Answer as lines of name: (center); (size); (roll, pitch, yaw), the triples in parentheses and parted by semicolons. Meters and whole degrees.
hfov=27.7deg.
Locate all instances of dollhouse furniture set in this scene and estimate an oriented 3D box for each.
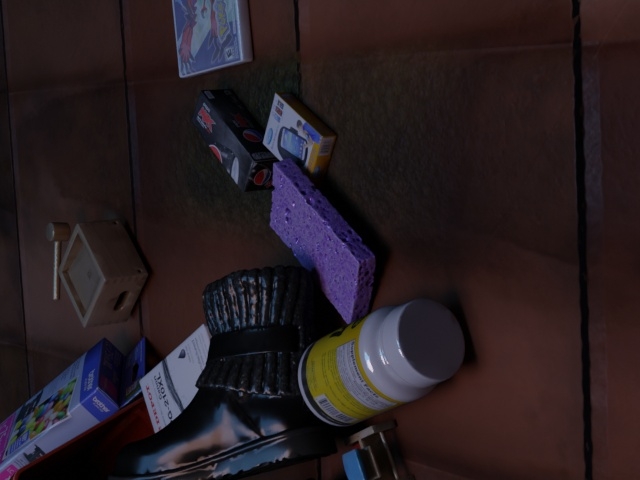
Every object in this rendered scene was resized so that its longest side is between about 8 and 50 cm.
dollhouse furniture set: (0.038, 0.343, 1.634); (0.129, 0.129, 0.184); (-36, 67, 51)

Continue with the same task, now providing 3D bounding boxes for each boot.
boot: (-0.144, 0.191, 1.730); (0.347, 0.131, 0.260); (-17, 76, 19)

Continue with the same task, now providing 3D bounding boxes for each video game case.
video game case: (-0.164, -0.348, 1.887); (0.183, 0.023, 0.201); (-3, 94, 55)

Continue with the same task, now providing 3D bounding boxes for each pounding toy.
pounding toy: (-0.389, 0.043, 2.207); (0.206, 0.094, 0.181); (59, 137, 30)

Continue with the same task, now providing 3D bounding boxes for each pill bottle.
pill bottle: (0.073, 0.146, 1.561); (0.208, 0.119, 0.119); (-31, 71, 51)

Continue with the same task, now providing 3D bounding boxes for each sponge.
sponge: (0.000, 0.000, 1.687); (0.210, 0.031, 0.117); (51, 149, 35)

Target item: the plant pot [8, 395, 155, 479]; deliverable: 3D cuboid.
plant pot: (-0.344, 0.435, 2.016); (0.235, 0.267, 0.267); (-32, 88, 53)

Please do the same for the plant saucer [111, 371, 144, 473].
plant saucer: (-0.385, 0.369, 2.270); (0.332, 0.084, 0.332); (14, 107, 53)

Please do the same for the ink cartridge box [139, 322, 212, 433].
ink cartridge box: (-0.159, 0.238, 1.916); (0.237, 0.100, 0.172); (-41, 63, 49)

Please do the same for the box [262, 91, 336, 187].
box: (-0.034, -0.139, 1.739); (0.136, 0.028, 0.081); (44, 130, 39)

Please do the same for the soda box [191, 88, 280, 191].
soda box: (-0.119, -0.143, 1.834); (0.169, 0.053, 0.060); (53, 135, 36)

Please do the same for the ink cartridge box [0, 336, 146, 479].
ink cartridge box: (-0.415, 0.276, 2.113); (0.311, 0.065, 0.186); (-37, 21, 9)

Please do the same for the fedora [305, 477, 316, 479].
fedora: (-0.115, 0.448, 1.688); (0.152, 0.334, 0.334); (16, 113, 18)
